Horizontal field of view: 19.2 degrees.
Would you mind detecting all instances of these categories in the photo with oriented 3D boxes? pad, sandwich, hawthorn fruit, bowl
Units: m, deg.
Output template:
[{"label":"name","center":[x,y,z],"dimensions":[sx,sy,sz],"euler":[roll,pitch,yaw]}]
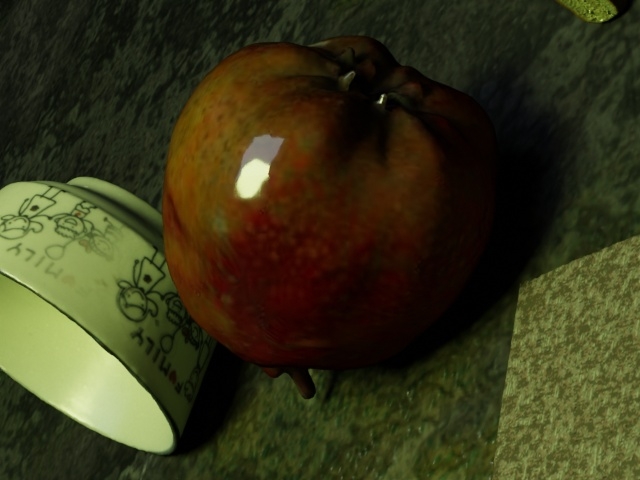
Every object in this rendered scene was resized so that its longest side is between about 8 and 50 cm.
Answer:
[{"label":"pad","center":[0.178,0.059,1.022],"dimensions":[0.235,0.003,0.158],"euler":[-25,44,47]},{"label":"sandwich","center":[0.173,-0.159,1.193],"dimensions":[0.031,0.083,0.044],"euler":[-22,90,43]},{"label":"hawthorn fruit","center":[0.000,0.000,1.192],"dimensions":[0.208,0.208,0.248],"euler":[-112,32,-55]},{"label":"bowl","center":[-0.171,0.039,1.400],"dimensions":[0.237,0.238,0.126],"euler":[-6,45,57]}]
